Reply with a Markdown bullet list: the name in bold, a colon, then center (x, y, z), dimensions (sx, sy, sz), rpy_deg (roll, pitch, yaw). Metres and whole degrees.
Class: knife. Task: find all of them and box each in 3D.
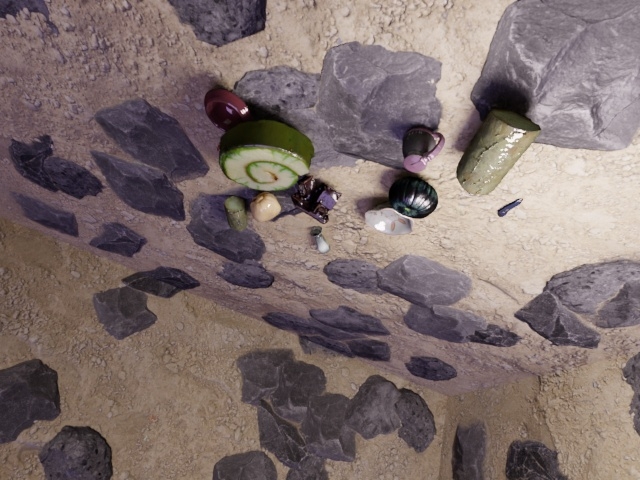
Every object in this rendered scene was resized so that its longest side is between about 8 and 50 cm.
- **knife**: center (0.735, -0.127, 1.613), dimensions (0.031, 0.018, 0.121), rpy_deg (33, 145, -9)

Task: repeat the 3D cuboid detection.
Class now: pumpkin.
- **pumpkin**: center (0.363, -0.170, 1.629), dimensions (0.201, 0.140, 0.202), rpy_deg (23, 164, 7)

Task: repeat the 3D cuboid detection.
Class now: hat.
- **hat**: center (-0.340, -0.490, 1.558), dimensions (0.205, 0.089, 0.205), rpy_deg (17, 152, 9)

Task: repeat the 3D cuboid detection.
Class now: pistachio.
- **pistachio**: center (-0.266, -0.151, 2.005), dimensions (0.145, 0.117, 0.200), rpy_deg (15, 149, -3)

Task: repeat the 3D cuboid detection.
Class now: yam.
- **yam**: center (0.557, -0.289, 1.325), dimensions (0.167, 0.168, 0.304), rpy_deg (18, 147, 2)
- **yam**: center (-0.431, -0.131, 2.135), dimensions (0.107, 0.107, 0.194), rpy_deg (16, 149, 5)

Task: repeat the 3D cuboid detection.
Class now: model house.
- **model house**: center (-0.021, -0.189, 1.803), dimensions (0.203, 0.141, 0.164), rpy_deg (26, 158, -6)

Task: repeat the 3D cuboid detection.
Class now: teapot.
- **teapot**: center (0.348, -0.303, 1.427), dimensions (0.148, 0.146, 0.116), rpy_deg (6, 146, 19)

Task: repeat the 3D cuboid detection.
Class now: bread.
- **bread**: center (-0.207, -0.327, 1.639), dimensions (0.381, 0.129, 0.366), rpy_deg (-2, 160, 13)

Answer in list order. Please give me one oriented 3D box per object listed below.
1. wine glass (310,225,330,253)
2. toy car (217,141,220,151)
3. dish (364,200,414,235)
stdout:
- **wine glass**: center (0.000, 0.000, 2.138), dimensions (0.072, 0.072, 0.155), rpy_deg (3, 143, 24)
- **toy car**: center (-0.383, -0.383, 1.792), dimensions (0.121, 0.035, 0.059), rpy_deg (27, 143, -10)
- **dish**: center (0.304, -0.108, 1.805), dimensions (0.229, 0.081, 0.229), rpy_deg (14, 156, 6)
